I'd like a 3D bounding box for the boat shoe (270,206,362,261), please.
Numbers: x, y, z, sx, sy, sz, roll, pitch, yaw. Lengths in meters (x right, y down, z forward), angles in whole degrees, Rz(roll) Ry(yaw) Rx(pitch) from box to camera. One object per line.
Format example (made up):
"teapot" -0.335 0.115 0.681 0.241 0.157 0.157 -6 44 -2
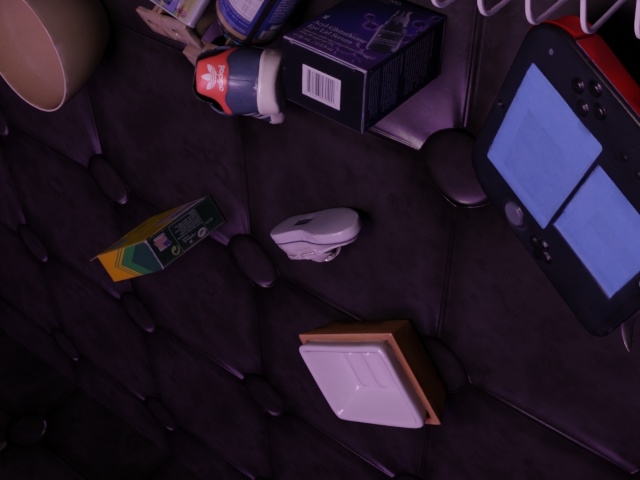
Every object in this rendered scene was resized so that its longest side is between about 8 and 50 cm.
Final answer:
"boat shoe" 0.000 0.000 1.679 0.267 0.096 0.088 -8 121 51

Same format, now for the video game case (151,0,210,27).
"video game case" -0.232 -0.494 1.422 0.193 0.023 0.212 36 102 18

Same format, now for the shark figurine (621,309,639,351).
"shark figurine" 0.451 0.021 1.200 0.166 0.116 0.278 37 141 19

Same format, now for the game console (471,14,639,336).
"game console" 0.341 -0.071 1.126 0.342 0.060 0.386 62 165 20

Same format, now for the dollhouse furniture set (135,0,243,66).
"dollhouse furniture set" -0.215 -0.397 1.549 0.129 0.129 0.184 27 168 29

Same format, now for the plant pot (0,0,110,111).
"plant pot" -0.557 -0.441 1.783 0.284 0.191 0.284 29 141 27

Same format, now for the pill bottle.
"pill bottle" -0.079 -0.416 1.353 0.123 0.123 0.219 49 144 1

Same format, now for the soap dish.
"soap dish" 0.111 0.273 1.788 0.290 0.118 0.229 -9 116 50

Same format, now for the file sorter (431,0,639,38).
"file sorter" 0.281 -0.357 0.980 0.277 0.173 0.193 20 136 34

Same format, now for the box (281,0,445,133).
"box" 0.065 -0.271 1.260 0.153 0.207 0.108 28 139 26

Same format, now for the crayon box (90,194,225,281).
"crayon box" -0.387 0.001 2.003 0.318 0.202 0.081 -12 113 52

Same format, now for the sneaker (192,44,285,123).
"sneaker" -0.129 -0.263 1.401 0.148 0.350 0.131 5 94 0
